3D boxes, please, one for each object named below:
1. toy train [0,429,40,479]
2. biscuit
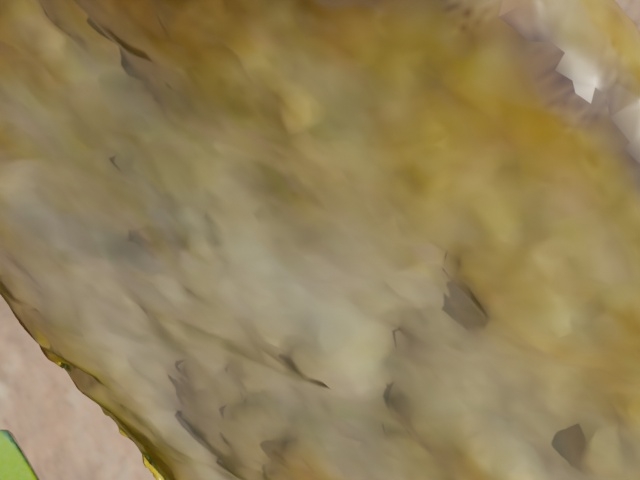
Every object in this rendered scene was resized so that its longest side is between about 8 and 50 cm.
[{"bbox_3d":[-0.303,0.287,1.486,0.272,0.179,0.442,-24,63,-23],"label":"toy train"},{"bbox_3d":[0.001,-0.001,0.897,0.446,0.429,0.104,50,53,-20],"label":"biscuit"}]
